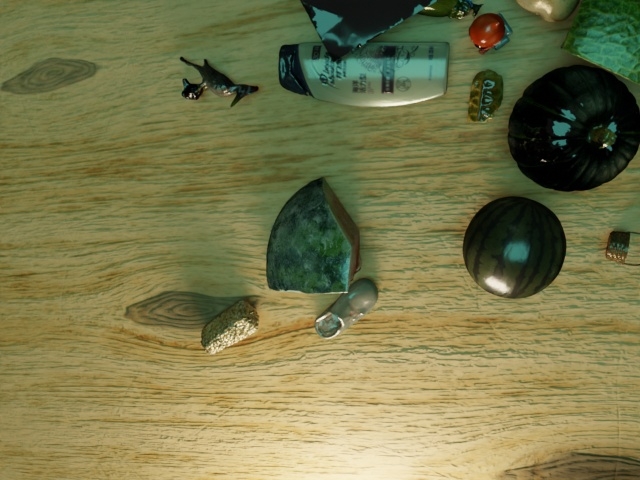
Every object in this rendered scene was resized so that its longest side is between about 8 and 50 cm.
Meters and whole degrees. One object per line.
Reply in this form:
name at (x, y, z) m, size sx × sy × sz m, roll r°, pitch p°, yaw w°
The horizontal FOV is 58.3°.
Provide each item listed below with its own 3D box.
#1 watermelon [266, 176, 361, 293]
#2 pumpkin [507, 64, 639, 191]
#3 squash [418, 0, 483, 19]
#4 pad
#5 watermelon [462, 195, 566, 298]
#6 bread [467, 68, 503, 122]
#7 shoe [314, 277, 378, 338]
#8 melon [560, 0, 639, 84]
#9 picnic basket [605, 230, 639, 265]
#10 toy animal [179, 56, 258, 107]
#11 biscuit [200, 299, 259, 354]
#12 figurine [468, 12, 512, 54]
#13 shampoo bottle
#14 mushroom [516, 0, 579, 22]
watermelon at (0.000, 0.000, 1.332) m, size 0.320 × 0.213 × 0.290 m, roll -20°, pitch 61°, yaw 54°
pumpkin at (0.495, -0.209, 1.108) m, size 0.249 × 0.216 × 0.250 m, roll -4°, pitch 110°, yaw -11°
squash at (0.168, -0.521, 1.172) m, size 0.331 × 0.087 × 0.087 m, roll 25°, pitch 108°, yaw 4°
pad at (0.125, -0.552, 1.129) m, size 0.367 × 0.007 × 0.248 m, roll -27°, pitch 92°, yaw 15°
watermelon at (0.399, 0.017, 1.187) m, size 0.212 × 0.212 × 0.212 m, roll 3°, pitch 104°, yaw 12°
bread at (0.346, -0.300, 1.198) m, size 0.066 × 0.060 × 0.110 m, roll 17°, pitch 108°, yaw 39°
shoe at (0.057, 0.174, 1.372) m, size 0.079 × 0.078 × 0.195 m, roll 47°, pitch 113°, yaw -1°
melon at (0.636, -0.381, 1.055) m, size 0.343 × 0.226 × 0.331 m, roll 23°, pitch 66°, yaw 8°
picnic basket at (0.644, 0.017, 1.199) m, size 0.083 × 0.072 × 0.072 m, roll 10°, pitch 106°, yaw 24°
toy animal at (-0.238, -0.359, 1.314) m, size 0.202 × 0.070 × 0.105 m, roll 14°, pitch 88°, yaw 13°
biscuit at (-0.231, 0.221, 1.451) m, size 0.168 × 0.082 × 0.070 m, roll -34°, pitch 119°, yaw 18°
figurine at (0.333, -0.409, 1.130) m, size 0.075 × 0.140 × 0.068 m, roll -33°, pitch 92°, yaw 20°
shampoo bottle at (0.090, -0.356, 1.232) m, size 0.359 × 0.078 × 0.134 m, roll 4°, pitch 108°, yaw 12°
mushroom at (0.437, -0.490, 1.099) m, size 0.148 × 0.112 × 0.148 m, roll 5°, pitch 67°, yaw -12°
